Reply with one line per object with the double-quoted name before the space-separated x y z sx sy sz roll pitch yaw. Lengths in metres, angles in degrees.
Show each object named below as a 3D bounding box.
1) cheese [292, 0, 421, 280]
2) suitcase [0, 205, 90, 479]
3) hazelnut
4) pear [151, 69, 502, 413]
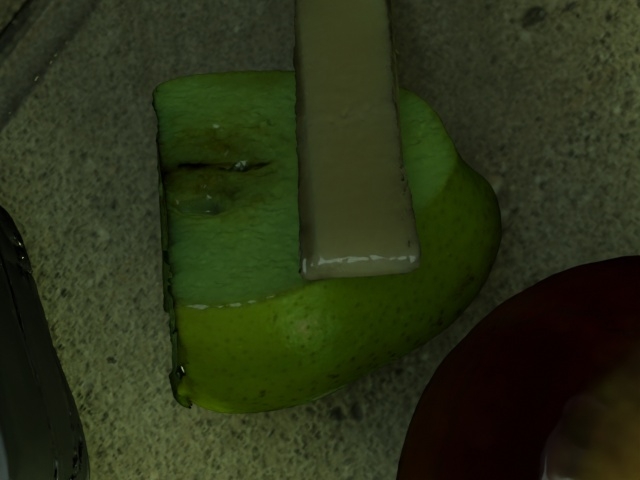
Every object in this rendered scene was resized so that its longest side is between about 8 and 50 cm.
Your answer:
"cheese" 0.020 -0.111 1.453 0.085 0.034 0.400 -9 40 5
"suitcase" -0.377 0.130 1.537 0.345 0.188 0.339 -22 71 8
"hazelnut" 0.209 0.216 1.286 0.359 0.359 0.409 9 82 17
"pear" 0.000 0.000 1.467 0.292 0.159 0.292 -6 41 6
